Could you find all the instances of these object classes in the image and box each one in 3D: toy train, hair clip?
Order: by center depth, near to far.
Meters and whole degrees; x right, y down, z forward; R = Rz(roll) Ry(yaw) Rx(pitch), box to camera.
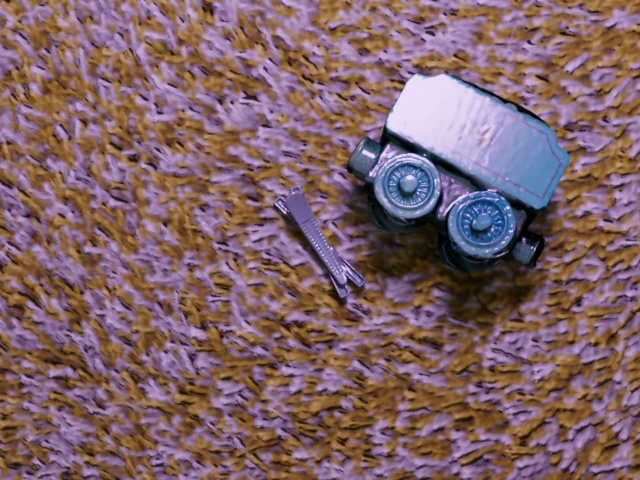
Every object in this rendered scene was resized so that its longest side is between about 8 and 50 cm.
[{"bbox_3d":[0.131,-0.060,1.825,0.198,0.107,0.154,28,78,3],"label":"toy train"},{"bbox_3d":[-0.001,0.001,1.851,0.030,0.039,0.115,-36,87,2],"label":"hair clip"}]
